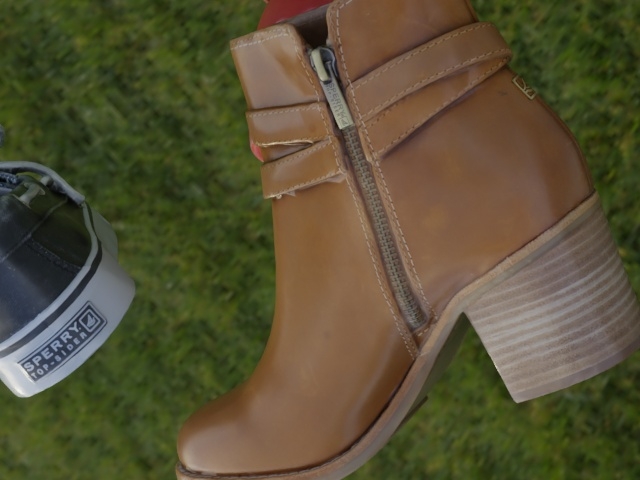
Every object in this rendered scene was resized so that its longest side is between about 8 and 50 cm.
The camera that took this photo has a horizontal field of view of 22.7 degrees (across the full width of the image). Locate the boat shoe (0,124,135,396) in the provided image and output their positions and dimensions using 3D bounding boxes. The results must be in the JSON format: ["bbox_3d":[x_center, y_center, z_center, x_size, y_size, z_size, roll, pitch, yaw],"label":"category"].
[{"bbox_3d":[-0.184,0.002,0.883,0.105,0.113,0.306,50,178,-16],"label":"boat shoe"}]

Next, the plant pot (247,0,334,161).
[{"bbox_3d":[0.034,-0.158,1.332,0.191,0.191,0.174,-11,74,41],"label":"plant pot"}]

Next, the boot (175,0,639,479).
[{"bbox_3d":[0.000,0.000,0.804,0.283,0.109,0.220,-25,98,34],"label":"boot"}]
